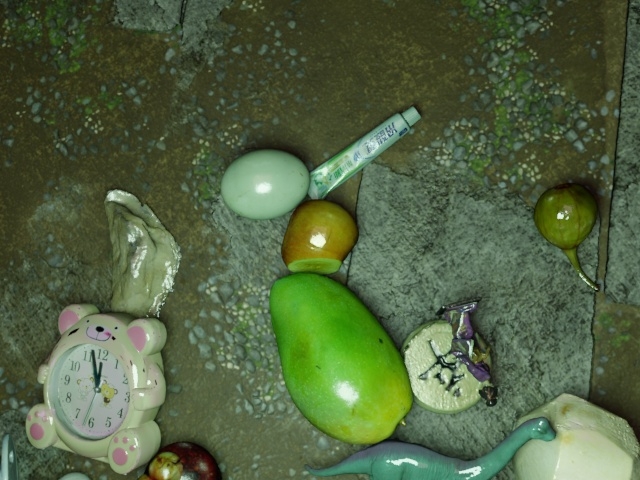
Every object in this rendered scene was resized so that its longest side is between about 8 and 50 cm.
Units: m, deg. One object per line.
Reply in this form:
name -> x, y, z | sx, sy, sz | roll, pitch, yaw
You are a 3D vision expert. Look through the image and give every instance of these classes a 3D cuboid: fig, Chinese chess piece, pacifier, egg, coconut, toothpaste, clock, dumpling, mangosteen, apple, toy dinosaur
fig -> 0.517, -0.002, 1.276 | 0.124, 0.124, 0.237 | -23, 104, 3
Chinese chess piece -> 0.250, 0.253, 1.263 | 0.188, 0.083, 0.189 | -1, 77, 4
pacifier -> -0.577, 0.528, 1.269 | 0.225, 0.238, 0.287 | -7, 81, -25
egg -> -0.116, -0.119, 1.327 | 0.192, 0.149, 0.150 | -8, 80, 0
coconut -> 0.456, 0.399, 1.144 | 0.241, 0.241, 0.241 | -1, 81, 6
toothpaste -> 0.090, -0.192, 1.371 | 0.296, 0.048, 0.075 | -36, 82, 4
clock -> -0.453, 0.298, 1.299 | 0.283, 0.114, 0.310 | 9, 91, 18
dumpling -> -0.397, 0.041, 1.371 | 0.165, 0.086, 0.333 | -9, 85, 8
mangosteen -> -0.287, 0.493, 1.230 | 0.199, 0.200, 0.200 | -1, 81, 6
apple -> 0.000, -0.002, 1.300 | 0.147, 0.146, 0.163 | 21, 82, 5
toy dinosaur -> 0.184, 0.382, 1.149 | 0.383, 0.129, 0.331 | 20, 117, 8

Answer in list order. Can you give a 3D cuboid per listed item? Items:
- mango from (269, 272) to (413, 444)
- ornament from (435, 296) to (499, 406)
mango -> 0.023, 0.224, 1.231 | 0.225, 0.201, 0.382 | -37, 68, 2
ornament -> 0.286, 0.215, 1.192 | 0.088, 0.081, 0.203 | -16, 81, -1
